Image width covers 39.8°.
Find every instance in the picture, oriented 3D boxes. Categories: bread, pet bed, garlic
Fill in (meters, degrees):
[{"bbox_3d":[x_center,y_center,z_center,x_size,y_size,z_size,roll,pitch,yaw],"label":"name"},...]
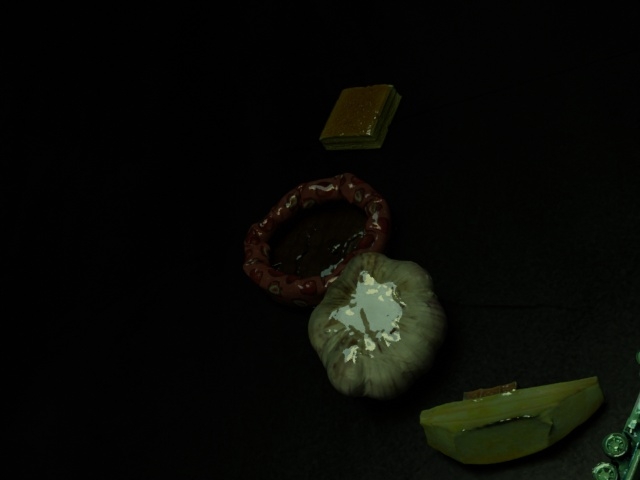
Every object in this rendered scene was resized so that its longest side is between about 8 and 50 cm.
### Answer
[{"bbox_3d":[0.054,-0.168,1.214,0.090,0.035,0.094,2,56,37],"label":"bread"},{"bbox_3d":[0.000,0.000,1.095,0.201,0.053,0.201,-15,49,18],"label":"pet bed"},{"bbox_3d":[0.062,0.092,0.938,0.147,0.102,0.159,-4,63,16],"label":"garlic"}]

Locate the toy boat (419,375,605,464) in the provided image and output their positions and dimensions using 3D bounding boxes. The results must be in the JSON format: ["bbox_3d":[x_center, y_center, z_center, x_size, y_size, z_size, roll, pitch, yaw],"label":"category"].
[{"bbox_3d":[0.177,0.164,0.825,0.172,0.065,0.066,-16,28,20],"label":"toy boat"}]

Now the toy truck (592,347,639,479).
[{"bbox_3d":[0.290,0.164,0.739,0.081,0.067,0.175,12,62,40],"label":"toy truck"}]
